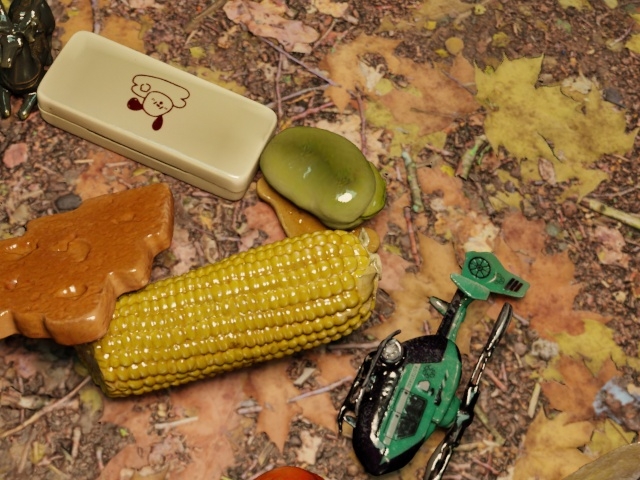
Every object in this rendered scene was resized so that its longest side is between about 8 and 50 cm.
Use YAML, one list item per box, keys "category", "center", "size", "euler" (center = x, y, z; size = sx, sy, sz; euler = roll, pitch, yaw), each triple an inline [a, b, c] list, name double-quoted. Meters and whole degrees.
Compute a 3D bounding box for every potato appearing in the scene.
- category: "potato"
  center: [0.347, 0.340, 1.203]
  size: [0.261, 0.100, 0.120]
  euler: [-27, 110, -34]

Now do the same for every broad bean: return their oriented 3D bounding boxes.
- category: "broad bean"
  center: [0.008, -0.088, 1.306]
  size: [0.174, 0.082, 0.124]
  euler: [44, 63, 13]

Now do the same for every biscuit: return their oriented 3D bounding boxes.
- category: "biscuit"
  center: [-0.294, 0.023, 1.213]
  size: [0.284, 0.043, 0.306]
  euler: [21, 48, 40]
- category: "biscuit"
  center: [0.000, 0.001, 1.326]
  size: [0.158, 0.035, 0.240]
  euler: [-9, 66, -10]

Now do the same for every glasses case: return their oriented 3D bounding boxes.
- category: "glasses case"
  center: [-0.224, -0.173, 1.356]
  size: [0.313, 0.070, 0.131]
  euler: [24, 64, 3]

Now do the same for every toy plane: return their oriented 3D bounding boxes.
- category: "toy plane"
  center: [0.138, 0.164, 1.238]
  size: [0.155, 0.106, 0.381]
  euler: [29, 63, -1]

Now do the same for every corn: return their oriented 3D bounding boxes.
- category: "corn"
  center: [-0.108, 0.091, 1.192]
  size: [0.387, 0.144, 0.144]
  euler: [-20, 69, -6]

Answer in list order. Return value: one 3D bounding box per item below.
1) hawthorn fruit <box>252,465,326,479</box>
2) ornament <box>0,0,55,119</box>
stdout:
- category: "hawthorn fruit"
  center: [-0.040, 0.318, 1.130]
  size: [0.125, 0.140, 0.125]
  euler: [1, 89, -32]
- category: "ornament"
  center: [-0.392, -0.301, 1.300]
  size: [0.080, 0.236, 0.202]
  euler: [6, 64, -9]
